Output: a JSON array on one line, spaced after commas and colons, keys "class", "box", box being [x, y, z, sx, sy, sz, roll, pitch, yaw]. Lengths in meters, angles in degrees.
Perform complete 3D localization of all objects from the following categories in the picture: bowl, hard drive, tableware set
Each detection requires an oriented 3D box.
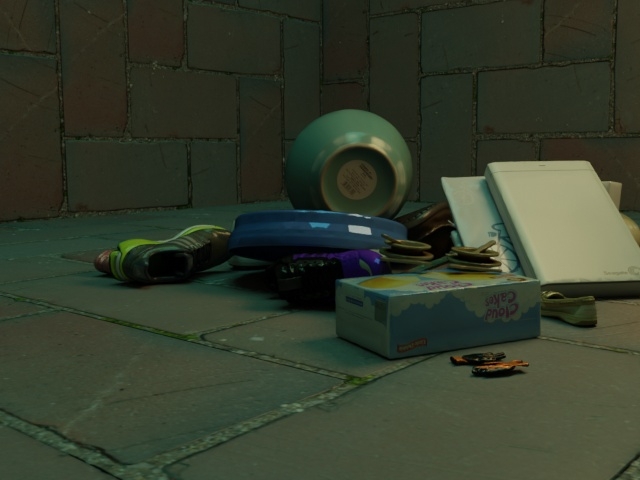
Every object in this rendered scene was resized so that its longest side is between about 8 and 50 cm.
[{"class": "bowl", "box": [0.000, 0.000, 1.581, 0.391, 0.077, 0.391, 3, -7, 0]}, {"class": "bowl", "box": [0.076, -0.140, 1.721, 0.312, 0.311, 0.163, -1, 13, -5]}, {"class": "hard drive", "box": [0.487, -0.032, 1.488, 0.233, 0.047, 0.353, -1, 45, -7]}, {"class": "tableware set", "box": [0.192, 0.013, 1.191, 0.194, 0.039, 0.128, 6, 8, 5]}]

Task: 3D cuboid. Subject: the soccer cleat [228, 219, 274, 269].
[{"class": "soccer cleat", "box": [-0.079, -0.001, 1.822, 0.318, 0.116, 0.109, -5, 8, -34]}]

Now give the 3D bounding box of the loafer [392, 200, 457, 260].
[{"class": "loafer", "box": [0.291, -0.019, 1.836, 0.134, 0.130, 0.366, -21, -6, 29]}]

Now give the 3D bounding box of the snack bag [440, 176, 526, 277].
[{"class": "snack bag", "box": [0.419, -0.023, 1.531, 0.323, 0.037, 0.342, -3, 45, -8]}]

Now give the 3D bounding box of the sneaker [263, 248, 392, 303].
[{"class": "sneaker", "box": [-0.001, 0.072, 1.311, 0.146, 0.102, 0.293, -5, 1, -34]}]

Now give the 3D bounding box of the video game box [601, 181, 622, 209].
[{"class": "video game box", "box": [0.580, -0.033, 1.689, 0.048, 0.205, 0.187, 3, 4, -33]}]

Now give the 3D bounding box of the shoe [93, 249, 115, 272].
[{"class": "shoe", "box": [-0.434, 0.040, 1.715, 0.081, 0.063, 0.178, 8, 14, 25]}]

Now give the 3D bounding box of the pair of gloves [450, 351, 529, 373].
[{"class": "pair of gloves", "box": [0.212, 0.155, 0.943, 0.074, 0.010, 0.083, -4, 5, -16]}]

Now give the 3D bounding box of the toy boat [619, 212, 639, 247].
[{"class": "toy boat", "box": [0.624, -0.010, 1.860, 0.318, 0.148, 0.267, 8, 13, 9]}]

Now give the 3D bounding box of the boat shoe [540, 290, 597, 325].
[{"class": "boat shoe", "box": [0.393, 0.101, 1.219, 0.056, 0.048, 0.153, -2, 7, -16]}]

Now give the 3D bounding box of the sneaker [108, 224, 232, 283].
[{"class": "sneaker", "box": [-0.294, 0.041, 1.611, 0.300, 0.111, 0.121, -17, 23, -40]}]

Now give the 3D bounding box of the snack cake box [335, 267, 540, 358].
[{"class": "snack cake box", "box": [0.171, 0.098, 1.093, 0.264, 0.089, 0.152, -4, 7, -27]}]

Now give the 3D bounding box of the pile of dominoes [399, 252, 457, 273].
[{"class": "pile of dominoes", "box": [0.300, 0.077, 1.582, 0.251, 0.040, 0.196, -17, 17, -40]}]
